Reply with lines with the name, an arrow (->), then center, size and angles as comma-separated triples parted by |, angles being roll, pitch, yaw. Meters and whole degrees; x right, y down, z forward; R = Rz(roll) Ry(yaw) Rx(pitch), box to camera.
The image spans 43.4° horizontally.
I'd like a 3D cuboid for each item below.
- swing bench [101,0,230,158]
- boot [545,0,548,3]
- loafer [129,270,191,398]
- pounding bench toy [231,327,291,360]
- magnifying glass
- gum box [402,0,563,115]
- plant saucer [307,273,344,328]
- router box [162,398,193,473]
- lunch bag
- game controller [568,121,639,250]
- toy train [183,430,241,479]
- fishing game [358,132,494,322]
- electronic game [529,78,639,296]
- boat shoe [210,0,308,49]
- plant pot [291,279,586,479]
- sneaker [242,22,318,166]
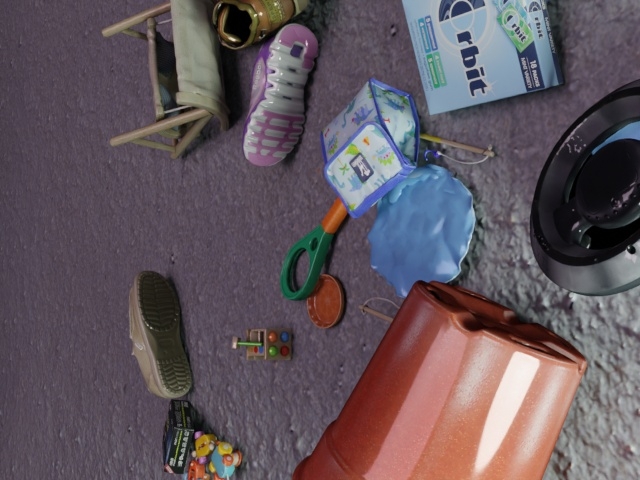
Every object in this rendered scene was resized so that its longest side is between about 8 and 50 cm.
swing bench -> -0.276, -0.322, 1.528 | 0.255, 0.165, 0.253 | -19, 71, 43
boot -> 0.227, -0.366, 0.973 | 0.190, 0.069, 0.086 | 57, 133, 34
loafer -> -0.332, 0.189, 1.590 | 0.092, 0.102, 0.268 | -33, 62, 38
pounding bench toy -> -0.095, 0.169, 1.310 | 0.065, 0.083, 0.052 | -10, 78, 51
magnifying glass -> 0.000, 0.000, 1.251 | 0.231, 0.026, 0.092 | -59, 34, 29
gum box -> 0.193, -0.247, 0.984 | 0.184, 0.041, 0.157 | -4, 104, 51
plant saucer -> 0.009, 0.094, 1.244 | 0.083, 0.013, 0.083 | -6, 82, 50
router box -> -0.269, 0.367, 1.511 | 0.122, 0.038, 0.092 | -133, 56, -70
lunch bag -> 0.071, -0.123, 1.112 | 0.129, 0.096, 0.151 | -43, 46, 41
game controller -> 0.358, -0.096, 0.787 | 0.319, 0.067, 0.166 | -41, 56, 41
toy train -> -0.189, 0.408, 1.438 | 0.166, 0.046, 0.125 | -2, 86, 54
fishing game -> 0.136, -0.010, 1.079 | 0.189, 0.041, 0.264 | 18, 93, 50
electronic game -> 0.290, -0.054, 0.781 | 0.229, 0.048, 0.229 | -45, 32, 39
boat shoe -> -0.135, -0.376, 1.337 | 0.110, 0.104, 0.307 | 56, 161, -14
plant pot -> 0.143, 0.201, 0.891 | 0.272, 0.272, 0.265 | 33, 104, 48
sneaker -> -0.080, -0.241, 1.334 | 0.104, 0.095, 0.236 | 24, 100, 55
